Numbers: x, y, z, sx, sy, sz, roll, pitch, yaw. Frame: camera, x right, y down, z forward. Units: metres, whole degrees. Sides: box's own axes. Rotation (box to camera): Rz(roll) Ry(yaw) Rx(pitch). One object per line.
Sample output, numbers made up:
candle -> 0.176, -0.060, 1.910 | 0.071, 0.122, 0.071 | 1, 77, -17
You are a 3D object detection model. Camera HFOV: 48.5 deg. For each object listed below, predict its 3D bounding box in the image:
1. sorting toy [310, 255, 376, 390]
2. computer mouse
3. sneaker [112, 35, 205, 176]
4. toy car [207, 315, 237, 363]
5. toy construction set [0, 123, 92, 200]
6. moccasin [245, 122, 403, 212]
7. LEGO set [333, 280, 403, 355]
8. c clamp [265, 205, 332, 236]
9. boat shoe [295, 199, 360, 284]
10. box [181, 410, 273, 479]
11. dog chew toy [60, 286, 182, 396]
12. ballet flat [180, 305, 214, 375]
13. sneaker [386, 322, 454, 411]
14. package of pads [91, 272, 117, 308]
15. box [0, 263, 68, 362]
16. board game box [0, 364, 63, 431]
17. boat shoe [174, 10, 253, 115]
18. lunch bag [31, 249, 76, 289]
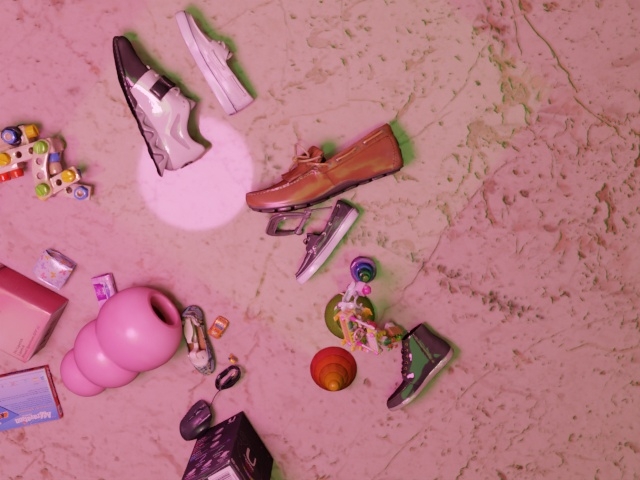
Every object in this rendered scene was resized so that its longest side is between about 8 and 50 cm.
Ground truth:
sorting toy -> 0.066, 0.223, 1.738 | 0.127, 0.126, 0.366 | 15, 101, -3
computer mouse -> -0.285, 0.411, 1.803 | 0.071, 0.041, 0.242 | 42, 100, 38
sneaker -> -0.372, -0.326, 1.650 | 0.146, 0.122, 0.331 | -25, 99, -13
toy car -> -0.235, 0.252, 1.787 | 0.060, 0.040, 0.122 | -38, 98, 7
toy construction set -> -0.722, -0.153, 1.665 | 0.327, 0.151, 0.215 | -18, 101, -7
moccasin -> 0.001, -0.167, 1.657 | 0.379, 0.139, 0.147 | -21, 94, 7
LEGO set -> 0.132, 0.217, 1.660 | 0.132, 0.107, 0.287 | -57, 139, -14
c clamp -> -0.060, -0.040, 1.687 | 0.137, 0.161, 0.022 | -3, 70, -20
boat shoe -> 0.000, 0.000, 1.720 | 0.076, 0.080, 0.229 | 37, 98, 0
box -> -0.221, 0.564, 1.730 | 0.143, 0.270, 0.165 | -29, 100, 5
dog chew toy -> -0.494, 0.260, 1.716 | 0.331, 0.207, 0.207 | -38, 99, 15
ballet flat -> -0.315, 0.258, 1.776 | 0.070, 0.070, 0.189 | -14, 100, 3
sneaker -> 0.219, 0.317, 1.786 | 0.118, 0.083, 0.222 | 42, 90, -2
package of pads -> -0.535, 0.126, 1.767 | 0.050, 0.032, 0.083 | -13, 101, 1
box -> -0.765, 0.166, 1.728 | 0.232, 0.127, 0.149 | 29, 100, -6
board game box -> -0.819, 0.418, 1.827 | 0.281, 0.027, 0.145 | -12, 99, 2
boat shoe -> -0.242, -0.419, 1.639 | 0.084, 0.095, 0.258 | -29, 110, 1
lunch bag -> -0.656, 0.068, 1.747 | 0.083, 0.053, 0.071 | 31, 102, -15
